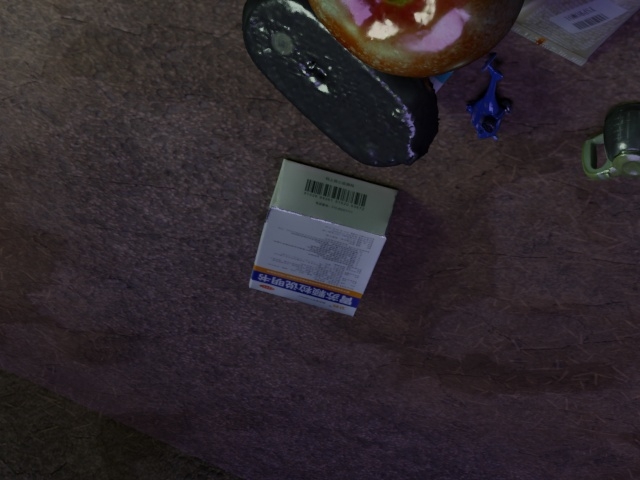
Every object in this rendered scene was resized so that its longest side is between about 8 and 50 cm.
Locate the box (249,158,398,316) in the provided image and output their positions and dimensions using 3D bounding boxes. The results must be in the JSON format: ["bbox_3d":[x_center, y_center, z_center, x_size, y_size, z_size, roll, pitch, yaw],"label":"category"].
[{"bbox_3d":[0.000,0.000,2.204,0.200,0.106,0.299,16,151,-2],"label":"box"}]

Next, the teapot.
[{"bbox_3d":[0.438,-0.128,1.831,0.092,0.091,0.124,22,148,-11],"label":"teapot"}]

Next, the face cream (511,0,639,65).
[{"bbox_3d":[0.353,-0.314,1.586,0.137,0.084,0.341,24,156,-13],"label":"face cream"}]

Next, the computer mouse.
[{"bbox_3d":[0.033,-0.236,1.739,0.323,0.116,0.183,45,142,0],"label":"computer mouse"}]

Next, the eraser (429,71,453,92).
[{"bbox_3d":[0.147,-0.266,1.761,0.095,0.052,0.225,20,149,-13],"label":"eraser"}]

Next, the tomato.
[{"bbox_3d":[0.116,-0.334,1.500,0.270,0.223,0.270,9,123,14],"label":"tomato"}]

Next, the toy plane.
[{"bbox_3d":[0.239,-0.199,1.842,0.062,0.054,0.167,34,154,17],"label":"toy plane"}]
